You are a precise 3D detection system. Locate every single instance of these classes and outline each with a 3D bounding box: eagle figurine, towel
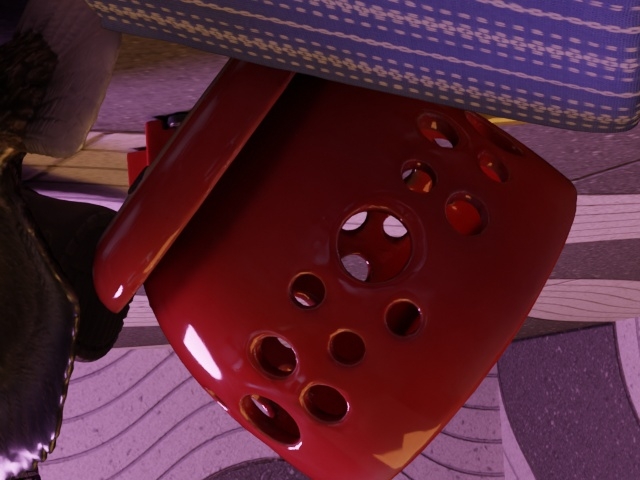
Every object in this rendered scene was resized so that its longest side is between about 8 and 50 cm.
[{"bbox_3d":[-0.194,-0.031,0.874,0.225,0.226,0.298,35,169,24],"label":"eagle figurine"},{"bbox_3d":[-0.004,-0.118,0.569,0.243,0.040,0.336,14,170,11],"label":"towel"}]

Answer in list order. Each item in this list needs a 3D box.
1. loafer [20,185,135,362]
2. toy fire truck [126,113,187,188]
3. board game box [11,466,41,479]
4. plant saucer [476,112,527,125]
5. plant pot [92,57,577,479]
[{"bbox_3d":[-0.267,0.005,1.460,0.130,0.134,0.366,18,171,24],"label":"loafer"},{"bbox_3d":[-0.065,-0.060,1.265,0.192,0.047,0.135,-6,172,14],"label":"toy fire truck"},{"bbox_3d":[-0.268,0.066,0.986,0.056,0.208,0.347,-21,172,12],"label":"board game box"},{"bbox_3d":[0.213,-0.131,0.770,0.332,0.081,0.333,-4,172,2],"label":"plant saucer"},{"bbox_3d":[0.000,0.000,0.826,0.174,0.191,0.191,36,167,-4],"label":"plant pot"}]
